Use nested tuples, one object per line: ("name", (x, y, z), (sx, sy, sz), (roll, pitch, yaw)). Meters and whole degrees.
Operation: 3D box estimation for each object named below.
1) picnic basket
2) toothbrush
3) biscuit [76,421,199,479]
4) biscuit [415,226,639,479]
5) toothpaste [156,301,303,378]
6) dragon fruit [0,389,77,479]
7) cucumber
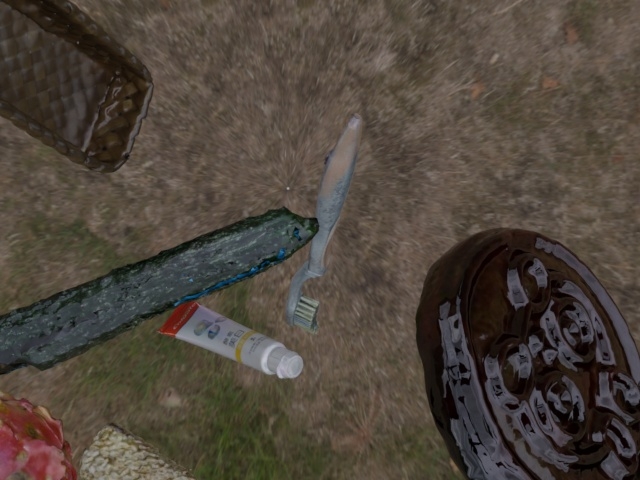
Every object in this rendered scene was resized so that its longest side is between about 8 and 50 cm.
("picnic basket", (-0.217, -0.132, 0.828), (0.055, 0.193, 0.110), (11, 74, 33))
("toothbrush", (0.000, 0.000, 0.861), (0.037, 0.375, 0.028), (26, 63, 6))
("biscuit", (-0.213, 0.290, 1.243), (0.168, 0.070, 0.082), (27, 60, 20))
("biscuit", (0.286, 0.170, 1.288), (0.091, 0.407, 0.407), (-30, 94, 40))
("toothpaste", (-0.087, 0.093, 0.979), (0.048, 0.190, 0.031), (-54, 132, -19))
("dragon fruit", (-0.329, 0.254, 0.975), (0.210, 0.268, 0.205), (19, 53, 13))
("cucumber", (-0.120, 0.035, 0.710), (0.257, 0.044, 0.043), (-22, 122, 8))
